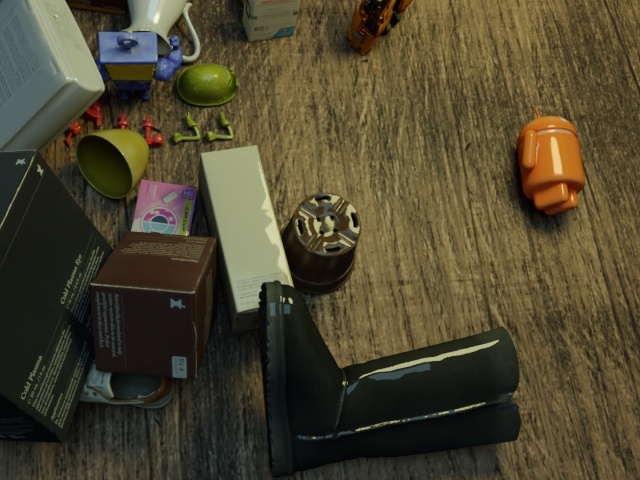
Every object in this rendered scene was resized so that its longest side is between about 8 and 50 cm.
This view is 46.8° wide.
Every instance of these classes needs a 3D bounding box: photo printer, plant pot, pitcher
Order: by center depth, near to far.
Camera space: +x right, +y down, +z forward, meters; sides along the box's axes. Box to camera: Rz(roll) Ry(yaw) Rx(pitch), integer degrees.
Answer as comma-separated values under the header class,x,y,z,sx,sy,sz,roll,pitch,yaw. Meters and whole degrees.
class,x,y,z,sx,sy,sz,roll,pitch,yaw
photo printer,-0.560,-0.286,1.364,0.308,0.107,0.256,-36,72,24
plant pot,0.000,0.000,1.388,0.167,0.165,0.166,3,69,-8
plant pot,-0.384,-0.160,1.418,0.134,0.134,0.095,36,43,5
pitcher,-0.325,-0.486,1.558,0.178,0.125,0.207,19,69,-32

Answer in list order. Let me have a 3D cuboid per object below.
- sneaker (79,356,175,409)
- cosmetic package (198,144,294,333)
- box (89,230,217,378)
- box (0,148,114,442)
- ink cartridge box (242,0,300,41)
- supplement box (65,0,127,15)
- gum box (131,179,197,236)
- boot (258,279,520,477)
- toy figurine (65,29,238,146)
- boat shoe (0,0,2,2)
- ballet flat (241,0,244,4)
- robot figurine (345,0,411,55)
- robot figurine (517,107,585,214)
class,x,y,z,sx,sy,sz,roll,pitch,yaw
sneaker,-0.395,0.223,1.260,0.290,0.123,0.105,6,70,-6
cosmetic package,-0.141,0.000,1.369,0.113,0.160,0.309,-10,72,-14
box,-0.271,0.102,1.245,0.167,0.168,0.203,5,25,1
box,-0.489,0.089,1.139,0.179,0.312,0.343,-1,53,14
ink cartridge box,-0.102,-0.502,1.557,0.104,0.180,0.060,-12,72,-14
supplement box,-0.461,-0.612,1.534,0.129,0.191,0.194,6,68,-8
gum box,-0.299,-0.022,1.402,0.107,0.062,0.188,8,68,-7
boot,0.125,0.212,1.260,0.446,0.366,0.146,-5,27,-8
toy figurine,-0.335,-0.314,1.426,0.363,0.217,0.191,-1,69,-9
boat shoe,-0.709,-0.539,1.511,0.307,0.105,0.113,2,69,-9
ballet flat,-0.167,-0.610,1.658,0.073,0.080,0.232,-2,64,20
robot figurine,0.141,-0.524,1.547,0.085,0.291,0.211,38,67,6
robot figurine,0.481,-0.168,1.553,0.158,0.128,0.219,2,69,-8
